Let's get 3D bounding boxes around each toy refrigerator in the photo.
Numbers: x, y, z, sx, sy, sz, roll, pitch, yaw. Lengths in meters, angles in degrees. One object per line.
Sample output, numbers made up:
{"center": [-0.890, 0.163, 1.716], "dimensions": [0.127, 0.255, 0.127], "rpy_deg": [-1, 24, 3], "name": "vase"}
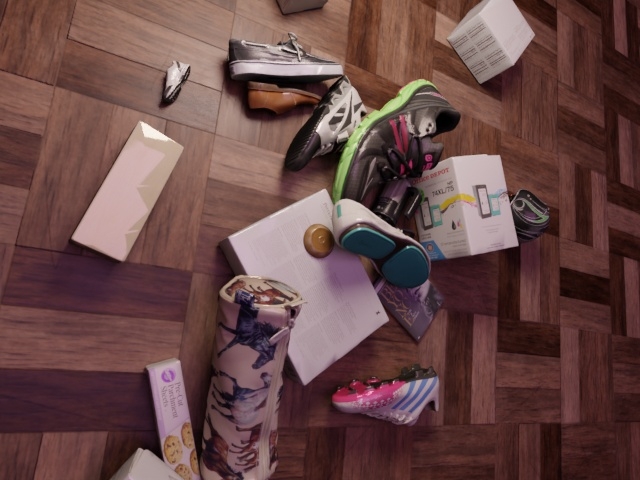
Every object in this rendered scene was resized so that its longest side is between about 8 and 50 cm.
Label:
{"center": [-0.395, -0.096, 0.866], "dimensions": [0.102, 0.094, 0.270], "rpy_deg": [30, 70, -29], "name": "toy refrigerator"}

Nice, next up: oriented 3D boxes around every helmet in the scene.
{"center": [0.665, -0.072, 1.397], "dimensions": [0.161, 0.169, 0.169], "rpy_deg": [40, 65, -1], "name": "helmet"}

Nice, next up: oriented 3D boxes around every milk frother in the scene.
{"center": [0.223, -0.083, 1.207], "dimensions": [0.135, 0.129, 0.143], "rpy_deg": [-59, 153, -22], "name": "milk frother"}

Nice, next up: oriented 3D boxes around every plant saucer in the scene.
{"center": [0.000, 0.000, 1.001], "dimensions": [0.083, 0.015, 0.084], "rpy_deg": [5, 79, -28], "name": "plant saucer"}

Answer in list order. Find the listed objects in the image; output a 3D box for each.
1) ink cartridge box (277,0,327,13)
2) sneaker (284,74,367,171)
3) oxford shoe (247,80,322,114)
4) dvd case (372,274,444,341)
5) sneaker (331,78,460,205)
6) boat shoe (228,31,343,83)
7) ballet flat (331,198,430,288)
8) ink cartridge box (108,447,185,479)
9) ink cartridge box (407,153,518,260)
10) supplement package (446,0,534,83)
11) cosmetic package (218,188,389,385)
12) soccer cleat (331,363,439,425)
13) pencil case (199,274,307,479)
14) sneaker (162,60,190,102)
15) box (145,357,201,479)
{"center": [-0.069, -0.738, 1.137], "dimensions": [0.148, 0.085, 0.203], "rpy_deg": [-27, 95, -28], "name": "ink cartridge box"}
{"center": [0.033, -0.278, 1.103], "dimensions": [0.146, 0.122, 0.331], "rpy_deg": [43, 61, -22], "name": "sneaker"}
{"center": [-0.093, -0.362, 1.092], "dimensions": [0.212, 0.076, 0.076], "rpy_deg": [-6, 116, -32], "name": "oxford shoe"}
{"center": [0.254, 0.156, 1.221], "dimensions": [0.221, 0.018, 0.165], "rpy_deg": [47, 65, -15], "name": "dvd case"}
{"center": [0.205, -0.240, 1.112], "dimensions": [0.202, 0.185, 0.483], "rpy_deg": [38, 71, 15], "name": "sneaker"}
{"center": [-0.083, -0.462, 1.075], "dimensions": [0.305, 0.113, 0.105], "rpy_deg": [-7, 100, -20], "name": "boat shoe"}
{"center": [0.163, 0.004, 1.085], "dimensions": [0.400, 0.139, 0.139], "rpy_deg": [31, 68, -45], "name": "ballet flat"}
{"center": [-0.349, 0.559, 0.734], "dimensions": [0.211, 0.121, 0.289], "rpy_deg": [43, 77, -7], "name": "ink cartridge box"}
{"center": [0.411, -0.092, 1.240], "dimensions": [0.197, 0.198, 0.271], "rpy_deg": [-8, 86, -28], "name": "ink cartridge box"}
{"center": [0.583, -0.698, 1.448], "dimensions": [0.203, 0.149, 0.194], "rpy_deg": [46, 65, -15], "name": "supplement package"}
{"center": [-0.030, 0.104, 1.030], "dimensions": [0.284, 0.097, 0.378], "rpy_deg": [-29, 96, -27], "name": "cosmetic package"}
{"center": [0.184, 0.419, 1.088], "dimensions": [0.330, 0.116, 0.143], "rpy_deg": [-3, 84, -29], "name": "soccer cleat"}
{"center": [-0.140, 0.285, 0.850], "dimensions": [0.159, 0.183, 0.412], "rpy_deg": [3, 99, -40], "name": "pencil case"}
{"center": [-0.338, -0.364, 0.969], "dimensions": [0.043, 0.040, 0.109], "rpy_deg": [22, 68, -7], "name": "sneaker"}
{"center": [-0.294, 0.409, 0.860], "dimensions": [0.067, 0.063, 0.325], "rpy_deg": [-9, 87, -29], "name": "box"}
